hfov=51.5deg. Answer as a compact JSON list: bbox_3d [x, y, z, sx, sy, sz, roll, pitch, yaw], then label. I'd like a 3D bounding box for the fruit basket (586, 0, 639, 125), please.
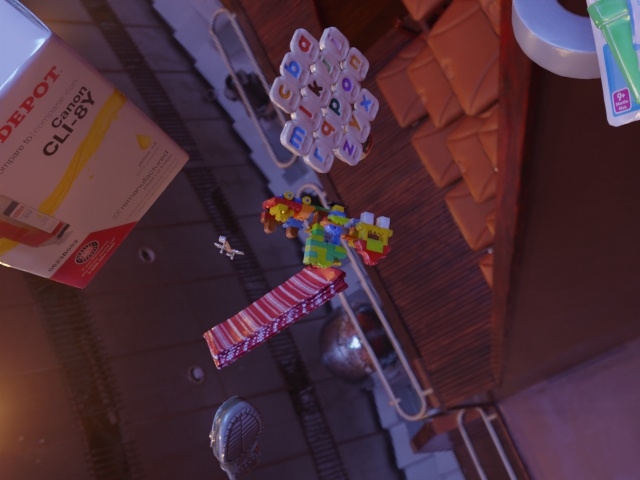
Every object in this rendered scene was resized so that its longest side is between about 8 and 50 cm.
[{"bbox_3d":[0.354,-0.307,0.584,0.166,0.327,0.352,-14,-88,-29],"label":"fruit basket"}]

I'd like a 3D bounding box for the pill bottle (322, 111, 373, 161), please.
[{"bbox_3d":[0.053,-0.261,1.606,0.107,0.108,0.180,65,-166,18],"label":"pill bottle"}]

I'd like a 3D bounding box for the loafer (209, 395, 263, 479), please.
[{"bbox_3d":[-0.160,0.339,1.154,0.094,0.251,0.087,-34,-120,-30],"label":"loafer"}]

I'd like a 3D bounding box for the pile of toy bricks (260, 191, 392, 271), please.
[{"bbox_3d":[0.000,0.000,1.063,0.212,0.118,0.105,14,-106,-26],"label":"pile of toy bricks"}]

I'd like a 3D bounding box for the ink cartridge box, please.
[{"bbox_3d":[-0.384,-0.115,0.888,0.160,0.279,0.384,38,176,18],"label":"ink cartridge box"}]

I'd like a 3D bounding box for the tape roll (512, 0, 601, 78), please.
[{"bbox_3d":[0.383,-0.341,0.935,0.072,0.219,0.219,49,-163,-68],"label":"tape roll"}]

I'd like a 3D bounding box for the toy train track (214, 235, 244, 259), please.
[{"bbox_3d":[-0.142,0.012,0.997,0.048,0.083,0.014,18,-107,7],"label":"toy train track"}]

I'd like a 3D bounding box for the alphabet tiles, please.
[{"bbox_3d":[0.013,-0.293,1.389,0.278,0.021,0.283,33,-108,-41],"label":"alphabet tiles"}]

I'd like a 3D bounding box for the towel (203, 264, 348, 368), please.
[{"bbox_3d":[-0.088,0.125,1.224,0.031,0.275,0.199,60,170,-13],"label":"towel"}]
